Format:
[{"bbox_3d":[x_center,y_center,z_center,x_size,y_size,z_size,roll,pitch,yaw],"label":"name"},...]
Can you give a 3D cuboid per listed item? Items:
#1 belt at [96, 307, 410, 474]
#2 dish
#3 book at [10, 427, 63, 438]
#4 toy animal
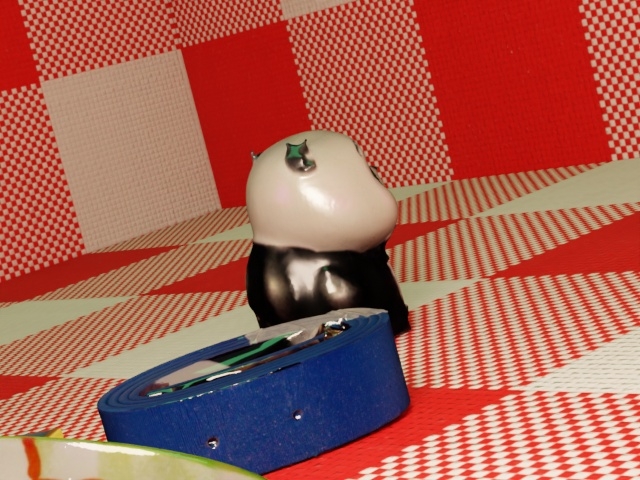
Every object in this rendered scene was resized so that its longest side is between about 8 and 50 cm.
[{"bbox_3d":[-0.072,0.180,1.648,0.347,0.117,0.212,-18,9,-19],"label":"belt"},{"bbox_3d":[-0.194,0.251,1.208,0.324,0.124,0.324,7,1,0],"label":"dish"},{"bbox_3d":[-0.501,0.313,1.777,0.262,0.028,0.374,-12,8,16],"label":"book"},{"bbox_3d":[0.000,0.000,2.090,0.251,0.310,0.251,-13,6,1],"label":"toy animal"}]
